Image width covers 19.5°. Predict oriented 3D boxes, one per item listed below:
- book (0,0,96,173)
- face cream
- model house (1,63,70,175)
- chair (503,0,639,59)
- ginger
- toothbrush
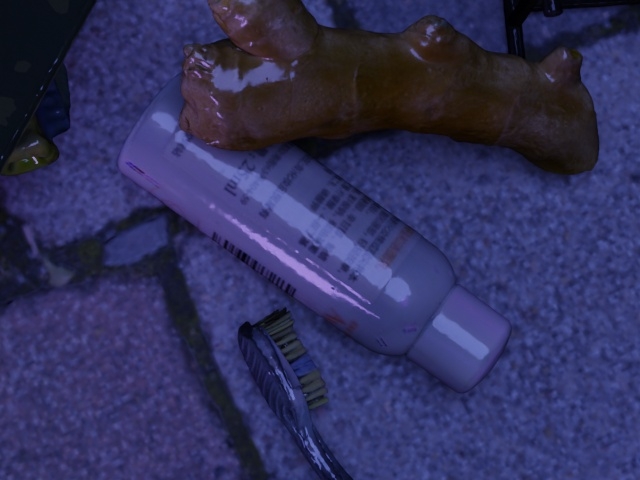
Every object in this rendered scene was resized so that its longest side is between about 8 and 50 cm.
[{"bbox_3d":[-0.310,-0.180,1.026,0.371,0.043,0.260,30,101,-6],"label":"book"},{"bbox_3d":[0.000,0.000,1.171,0.269,0.082,0.082,36,79,4],"label":"face cream"},{"bbox_3d":[-0.248,-0.123,1.132,0.214,0.195,0.189,-13,88,-3],"label":"model house"},{"bbox_3d":[0.176,-0.258,1.199,0.141,0.154,0.260,-4,82,-5],"label":"chair"},{"bbox_3d":[0.051,-0.091,1.149,0.299,0.118,0.065,8,39,-28],"label":"ginger"},{"bbox_3d":[0.067,0.223,1.155,0.042,0.035,0.413,-28,82,-28],"label":"toothbrush"}]
